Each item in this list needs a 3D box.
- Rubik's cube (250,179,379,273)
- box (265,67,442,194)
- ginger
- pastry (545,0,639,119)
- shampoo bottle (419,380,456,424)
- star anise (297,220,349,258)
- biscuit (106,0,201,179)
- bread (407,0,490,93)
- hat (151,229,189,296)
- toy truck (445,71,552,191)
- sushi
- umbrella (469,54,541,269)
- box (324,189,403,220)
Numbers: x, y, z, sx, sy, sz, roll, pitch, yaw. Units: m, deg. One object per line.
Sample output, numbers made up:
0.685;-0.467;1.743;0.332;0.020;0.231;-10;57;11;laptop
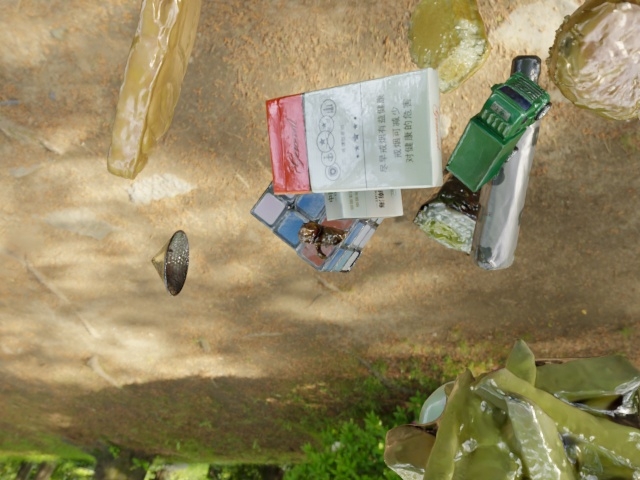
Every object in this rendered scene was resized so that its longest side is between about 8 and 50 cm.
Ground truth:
0.014;-0.112;1.766;0.359;0.363;0.362;39;97;18;Rubik's cube
0.034;-0.131;0.622;0.245;0.035;0.138;0;99;37;box
0.315;0.330;0.700;0.414;0.358;0.211;-30;149;10;ginger
0.632;-0.399;1.029;0.311;0.162;0.255;21;116;-16;pastry
0.356;0.433;1.101;0.151;0.221;0.350;-17;158;31;shampoo bottle
0.000;0.000;0.965;0.097;0.190;0.070;18;97;3;star anise
-0.240;-0.268;0.739;0.057;0.312;0.351;18;101;-14;biscuit
0.294;-0.474;1.120;0.121;0.245;0.174;15;146;-32;bread
-0.445;0.062;1.382;0.082;0.193;0.193;4;136;3;hat
0.233;-0.143;0.638;0.065;0.079;0.147;46;153;18;toy truck
0.527;-0.120;1.714;0.299;0.294;0.281;41;154;-11;sushi
0.296;-0.114;0.764;0.073;0.067;0.337;-7;111;-32;umbrella
0.116;-0.134;1.287;0.243;0.155;0.067;-3;179;-43;box
